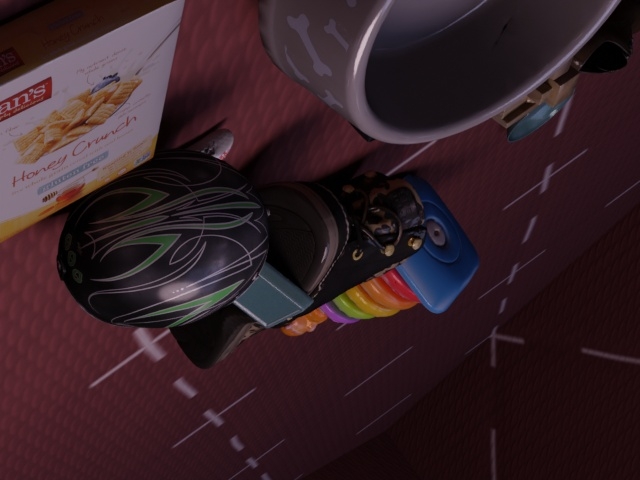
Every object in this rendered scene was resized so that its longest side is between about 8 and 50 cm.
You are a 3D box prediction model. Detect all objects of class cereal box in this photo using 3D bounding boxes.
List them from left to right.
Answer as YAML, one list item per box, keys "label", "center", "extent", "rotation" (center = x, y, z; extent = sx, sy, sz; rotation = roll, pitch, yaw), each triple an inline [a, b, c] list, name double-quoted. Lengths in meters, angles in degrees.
- label: "cereal box"
  center: [-0.190, -0.093, 1.089]
  extent: [0.173, 0.047, 0.240]
  rotation: [-32, 166, -22]

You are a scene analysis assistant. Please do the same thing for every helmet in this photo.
- label: "helmet"
  center: [-0.132, -0.002, 1.297]
  extent: [0.169, 0.169, 0.161]
  rotation: [-23, 178, -45]

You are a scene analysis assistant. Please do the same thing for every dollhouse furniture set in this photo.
- label: "dollhouse furniture set"
  center: [0.227, -0.216, 1.589]
  extent: [0.123, 0.144, 0.151]
  rotation: [-35, 153, -31]

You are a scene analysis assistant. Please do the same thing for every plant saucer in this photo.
- label: "plant saucer"
  center: [-0.094, 0.026, 1.486]
  extent: [0.067, 0.192, 0.018]
  rotation: [-27, -142, 35]
- label: "plant saucer"
  center: [0.304, -0.184, 2.095]
  extent: [0.119, 0.021, 0.119]
  rotation: [-35, 166, -10]

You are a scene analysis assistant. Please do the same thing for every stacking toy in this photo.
- label: "stacking toy"
  center: [0.049, 0.053, 2.026]
  extent: [0.302, 0.165, 0.175]
  rotation: [-32, -172, 36]

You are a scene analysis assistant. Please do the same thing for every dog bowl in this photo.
- label: "dog bowl"
  center: [0.123, -0.218, 1.199]
  extent: [0.349, 0.102, 0.349]
  rotation: [-29, 152, -17]

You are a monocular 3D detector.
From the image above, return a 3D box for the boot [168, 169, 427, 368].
- label: "boot"
  center: [0.000, 0.000, 1.690]
  extent: [0.284, 0.138, 0.377]
  rotation: [-27, 167, -33]

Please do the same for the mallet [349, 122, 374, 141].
- label: "mallet"
  center: [0.061, -0.148, 1.588]
  extent: [0.039, 0.062, 0.190]
  rotation: [-40, -179, 18]

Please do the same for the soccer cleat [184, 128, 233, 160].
- label: "soccer cleat"
  center: [-0.116, -0.075, 1.382]
  extent: [0.083, 0.029, 0.035]
  rotation: [-34, 171, 6]

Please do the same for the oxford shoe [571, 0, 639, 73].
- label: "oxford shoe"
  center: [0.349, -0.246, 1.846]
  extent: [0.227, 0.096, 0.083]
  rotation: [-26, 161, -46]
